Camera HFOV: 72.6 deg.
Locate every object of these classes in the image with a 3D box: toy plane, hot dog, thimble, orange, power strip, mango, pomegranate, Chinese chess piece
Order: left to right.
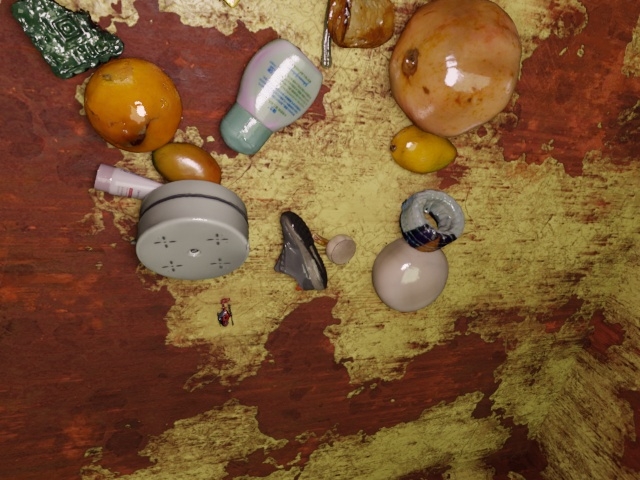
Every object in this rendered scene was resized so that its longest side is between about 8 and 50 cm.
[{"bbox_3d":[-0.497,-0.360,1.170,0.246,0.246,0.246,-9,120,-16],"label":"orange"},{"bbox_3d":[-0.405,-0.223,1.345,0.151,0.120,0.221,-42,121,7],"label":"mango"},{"bbox_3d":[-0.404,-0.025,1.360,0.357,0.161,0.357,-7,146,-5],"label":"power strip"},{"bbox_3d":[-0.368,0.282,1.682,0.060,0.037,0.145,-11,122,-19],"label":"toy plane"},{"bbox_3d":[0.000,0.000,1.668,0.090,0.034,0.030,30,104,-30],"label":"hot dog"},{"bbox_3d":[0.079,0.035,1.696,0.122,0.051,0.122,-17,127,-24],"label":"Chinese chess piece"},{"bbox_3d":[0.116,-0.663,1.301,0.259,0.114,0.175,-16,120,-48],"label":"hot dog"},{"bbox_3d":[0.379,-0.331,1.590,0.317,0.119,0.176,5,113,-32],"label":"mango"},{"bbox_3d":[0.418,-0.081,1.665,0.237,0.237,0.150,1,158,-21],"label":"thimble"},{"bbox_3d":[0.416,-0.521,1.338,0.411,0.411,0.411,-9,120,-16],"label":"pomegranate"}]

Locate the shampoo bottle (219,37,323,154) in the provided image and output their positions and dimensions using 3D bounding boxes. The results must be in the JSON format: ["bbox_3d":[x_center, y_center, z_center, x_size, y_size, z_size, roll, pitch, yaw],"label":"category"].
[{"bbox_3d":[-0.164,-0.415,1.315,0.222,0.151,0.349,33,101,-37],"label":"shampoo bottle"}]

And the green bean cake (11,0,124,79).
[{"bbox_3d":[-0.635,-0.535,1.102,0.193,0.107,0.208,-28,122,-3],"label":"green bean cake"}]

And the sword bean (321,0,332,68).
[{"bbox_3d":[0.033,-0.664,1.323,0.043,0.038,0.269,10,116,3],"label":"sword bean"}]

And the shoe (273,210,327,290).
[{"bbox_3d":[-0.104,0.054,1.618,0.171,0.132,0.336,-18,113,16],"label":"shoe"}]

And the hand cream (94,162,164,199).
[{"bbox_3d":[-0.555,-0.159,1.342,0.248,0.133,0.083,16,72,-22],"label":"hand cream"}]

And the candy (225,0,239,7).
[{"bbox_3d":[-0.290,-0.759,1.120,0.276,0.088,0.146,35,102,-32],"label":"candy"}]

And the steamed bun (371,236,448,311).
[{"bbox_3d":[0.375,0.146,1.787,0.324,0.206,0.324,-9,120,-15],"label":"steamed bun"}]
